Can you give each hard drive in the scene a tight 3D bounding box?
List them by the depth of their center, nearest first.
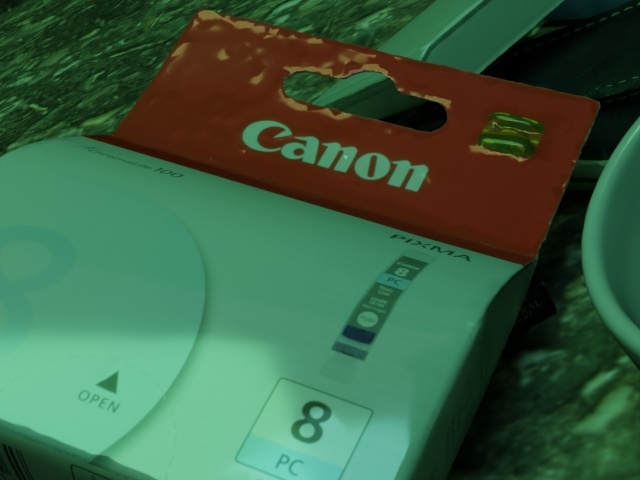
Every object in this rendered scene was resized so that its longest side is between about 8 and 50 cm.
[{"bbox_3d":[0.109,-0.171,1.008,0.203,0.040,0.307,-41,9,-13],"label":"hard drive"}]

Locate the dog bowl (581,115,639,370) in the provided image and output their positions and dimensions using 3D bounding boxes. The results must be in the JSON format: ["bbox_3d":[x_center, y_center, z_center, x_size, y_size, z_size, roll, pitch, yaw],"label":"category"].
[{"bbox_3d":[0.263,-0.008,0.574,0.265,0.104,0.265,-29,32,20],"label":"dog bowl"}]

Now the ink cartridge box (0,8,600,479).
[{"bbox_3d":[-0.036,-0.011,0.709,0.308,0.091,0.385,16,55,20],"label":"ink cartridge box"}]

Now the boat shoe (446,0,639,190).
[{"bbox_3d":[0.300,-0.157,0.797,0.500,0.156,0.187,-12,33,33],"label":"boat shoe"}]

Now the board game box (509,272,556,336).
[{"bbox_3d":[0.047,0.056,0.809,0.186,0.026,0.126,-30,27,-2],"label":"board game box"}]

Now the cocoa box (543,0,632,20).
[{"bbox_3d":[0.322,-0.334,0.992,0.228,0.231,0.347,-44,30,-26],"label":"cocoa box"}]
